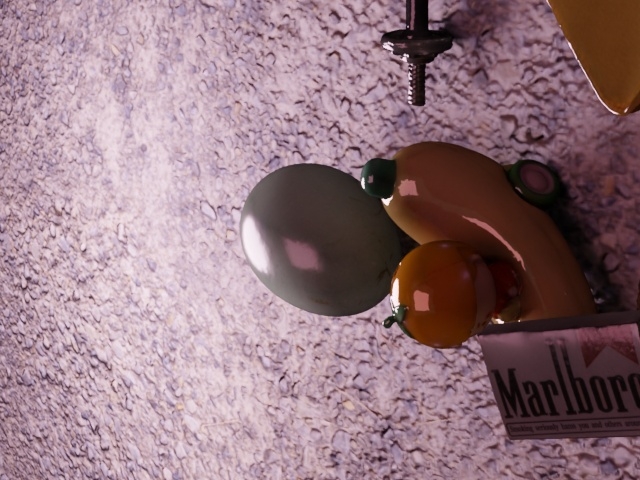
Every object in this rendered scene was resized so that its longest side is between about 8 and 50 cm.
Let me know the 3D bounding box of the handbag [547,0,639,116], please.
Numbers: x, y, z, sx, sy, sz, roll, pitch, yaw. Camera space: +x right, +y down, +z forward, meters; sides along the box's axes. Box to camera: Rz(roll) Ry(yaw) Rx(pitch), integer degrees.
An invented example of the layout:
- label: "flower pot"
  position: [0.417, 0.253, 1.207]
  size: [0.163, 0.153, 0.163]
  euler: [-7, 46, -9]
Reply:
- label: "handbag"
  position: [0.289, -0.318, 1.316]
  size: [0.283, 0.133, 0.401]
  euler: [62, 146, 31]

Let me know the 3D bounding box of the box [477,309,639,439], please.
- label: "box"
  position: [0.236, 0.127, 1.589]
  size: [0.177, 0.036, 0.115]
  euler: [-8, 105, 41]

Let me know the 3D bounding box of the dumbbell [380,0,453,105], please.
- label: "dumbbell"
  position: [0.105, -0.272, 1.866]
  size: [0.081, 0.081, 0.254]
  euler: [23, 118, 54]

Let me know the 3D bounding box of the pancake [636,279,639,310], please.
- label: "pancake"
  position: [0.434, 0.118, 1.454]
  size: [0.387, 0.082, 0.387]
  euler: [26, 125, 45]

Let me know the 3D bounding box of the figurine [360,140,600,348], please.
- label: "figurine"
  position: [0.162, 0.036, 1.734]
  size: [0.325, 0.222, 0.124]
  euler: [63, 143, 26]

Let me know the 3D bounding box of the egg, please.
- label: "egg"
  position: [0.000, 0.000, 2.033]
  size: [0.231, 0.168, 0.168]
  euler: [38, 130, 44]
